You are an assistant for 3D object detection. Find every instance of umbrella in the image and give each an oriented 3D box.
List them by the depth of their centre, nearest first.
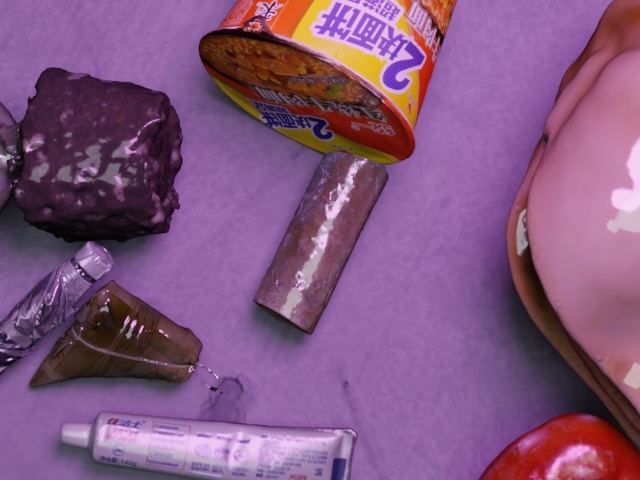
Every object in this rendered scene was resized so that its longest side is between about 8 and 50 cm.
[{"bbox_3d":[-0.258,0.074,0.986,0.188,0.050,0.046,-40,127,11],"label":"umbrella"}]

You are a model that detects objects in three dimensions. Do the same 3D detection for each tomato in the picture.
[{"bbox_3d":[0.223,0.245,0.974,0.187,0.151,0.187,1,79,-3],"label":"tomato"}]

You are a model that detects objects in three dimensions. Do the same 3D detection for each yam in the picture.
[{"bbox_3d":[0.000,0.000,1.025,0.068,0.068,0.169,27,85,-1],"label":"yam"}]

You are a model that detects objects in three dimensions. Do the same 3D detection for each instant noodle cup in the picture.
[{"bbox_3d":[0.021,-0.193,0.985,0.213,0.213,0.174,26,75,-1],"label":"instant noodle cup"}]

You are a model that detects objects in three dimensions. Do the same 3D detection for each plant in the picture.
[{"bbox_3d":[-0.263,-0.069,0.980,0.274,0.146,0.149,3,66,-2],"label":"plant"}]

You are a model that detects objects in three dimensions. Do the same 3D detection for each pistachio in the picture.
[{"bbox_3d":[0.337,-0.008,0.937,0.365,0.281,0.446,-13,83,-13],"label":"pistachio"}]

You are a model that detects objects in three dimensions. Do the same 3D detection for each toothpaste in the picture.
[{"bbox_3d":[-0.102,0.192,1.009,0.268,0.047,0.069,8,65,-5],"label":"toothpaste"}]

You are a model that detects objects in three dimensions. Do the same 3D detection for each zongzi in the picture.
[{"bbox_3d":[-0.172,0.124,1.020,0.154,0.062,0.130,35,104,-16],"label":"zongzi"}]
